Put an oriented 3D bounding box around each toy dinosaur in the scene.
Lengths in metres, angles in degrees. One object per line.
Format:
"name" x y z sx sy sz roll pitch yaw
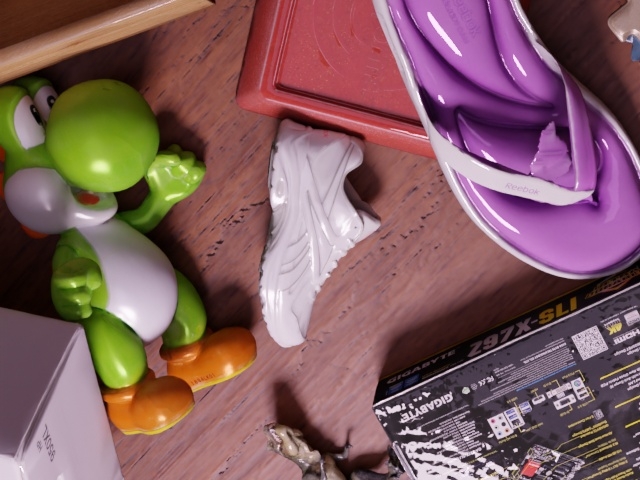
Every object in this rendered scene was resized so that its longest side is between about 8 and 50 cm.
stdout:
"toy dinosaur" 0.046 0.278 1.889 0.118 0.064 0.268 -22 106 32

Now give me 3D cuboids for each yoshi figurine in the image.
"yoshi figurine" -0.191 -0.006 1.780 0.203 0.203 0.362 -28 99 -1

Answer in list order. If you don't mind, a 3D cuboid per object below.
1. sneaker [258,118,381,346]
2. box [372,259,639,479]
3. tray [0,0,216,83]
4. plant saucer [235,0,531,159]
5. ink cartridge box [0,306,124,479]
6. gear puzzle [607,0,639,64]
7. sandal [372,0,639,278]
"sneaker" 0.000 0.000 1.799 0.115 0.090 0.232 6 110 0
"box" 0.249 0.195 1.829 0.322 0.079 0.257 -27 103 14
"tray" -0.322 -0.254 1.741 0.410 0.076 0.203 -18 82 14
"plant saucer" 0.064 -0.212 1.746 0.259 0.048 0.258 15 108 2
"ink cartridge box" -0.413 0.183 1.777 0.394 0.166 0.285 12 144 13
"gear puzzle" 0.437 -0.256 1.688 0.339 0.044 0.175 -40 96 14
"sandal" 0.174 -0.113 1.691 0.169 0.102 0.416 -36 112 6
